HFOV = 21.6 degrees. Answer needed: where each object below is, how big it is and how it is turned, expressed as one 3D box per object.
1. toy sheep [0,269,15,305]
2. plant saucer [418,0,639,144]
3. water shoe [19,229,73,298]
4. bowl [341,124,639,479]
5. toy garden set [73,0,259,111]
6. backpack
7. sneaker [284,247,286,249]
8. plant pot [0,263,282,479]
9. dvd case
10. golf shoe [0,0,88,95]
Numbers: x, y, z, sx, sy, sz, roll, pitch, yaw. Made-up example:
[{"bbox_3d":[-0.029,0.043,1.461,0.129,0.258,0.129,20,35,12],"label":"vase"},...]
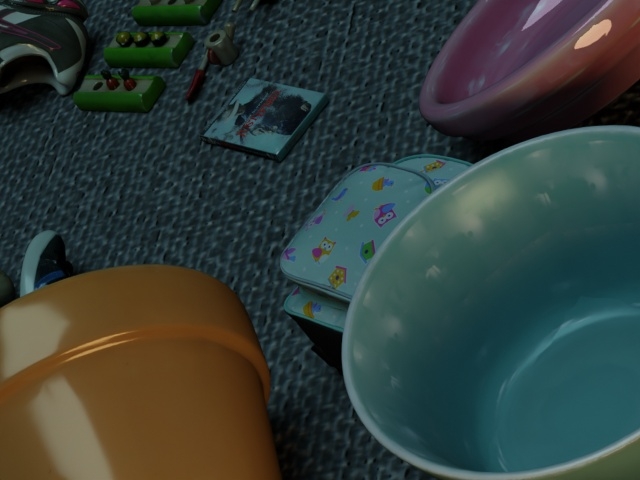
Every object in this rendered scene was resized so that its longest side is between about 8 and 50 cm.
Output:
[{"bbox_3d":[-0.372,0.051,1.700,0.132,0.091,0.091,-1,47,10],"label":"toy sheep"},{"bbox_3d":[0.231,-0.200,1.455,0.332,0.084,0.332,-43,15,14],"label":"plant saucer"},{"bbox_3d":[-0.247,0.075,1.616,0.080,0.073,0.203,-3,49,4],"label":"water shoe"},{"bbox_3d":[0.187,0.085,1.216,0.311,0.163,0.311,-19,41,18],"label":"bowl"},{"bbox_3d":[-0.149,-0.248,1.872,0.204,0.049,0.244,5,53,38],"label":"toy garden set"},{"bbox_3d":[0.073,0.014,1.385,0.166,0.144,0.188,16,57,49],"label":"backpack"},{"bbox_3d":[0.000,0.000,1.528,0.069,0.038,0.098,-11,45,25],"label":"sneaker"},{"bbox_3d":[-0.148,0.187,1.279,0.291,0.291,0.203,-32,55,3],"label":"plant pot"},{"bbox_3d":[-0.059,-0.125,1.714,0.119,0.013,0.087,17,61,44],"label":"dvd case"},{"bbox_3d":[-0.403,-0.233,1.921,0.273,0.105,0.120,1,61,-6],"label":"golf shoe"}]
